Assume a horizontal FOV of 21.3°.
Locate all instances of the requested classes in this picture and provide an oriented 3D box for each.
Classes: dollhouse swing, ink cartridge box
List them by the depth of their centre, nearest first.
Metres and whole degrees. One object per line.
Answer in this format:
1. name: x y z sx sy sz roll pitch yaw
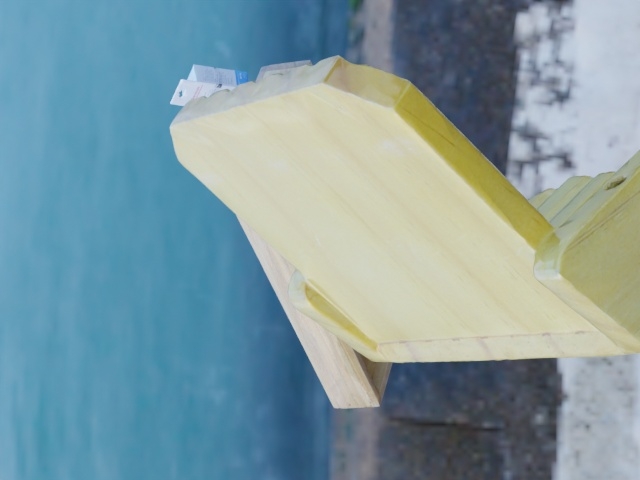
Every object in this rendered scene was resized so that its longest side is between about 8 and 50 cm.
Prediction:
1. dollhouse swing: 0.118 -0.073 1.357 0.347 0.315 0.305 -9 119 56
2. ink cartridge box: -0.130 -0.177 1.988 0.048 0.083 0.028 122 147 -48

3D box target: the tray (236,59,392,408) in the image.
1. tray: 0.000 0.000 2.133 0.076 0.411 0.202 -4 43 23
